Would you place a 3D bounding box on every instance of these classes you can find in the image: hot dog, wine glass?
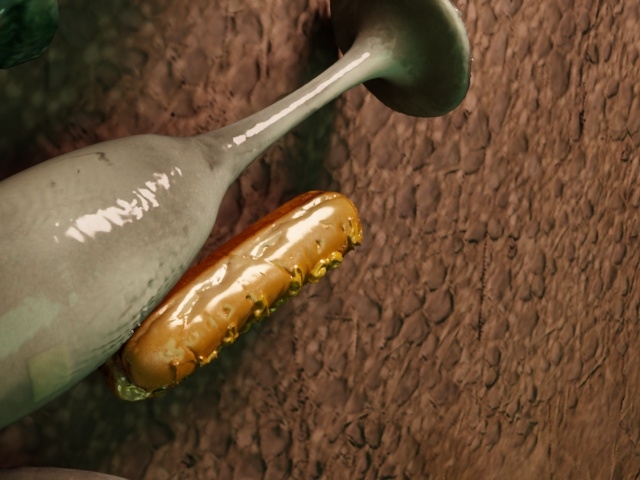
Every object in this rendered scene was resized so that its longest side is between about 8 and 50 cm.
[{"bbox_3d":[-0.043,0.025,0.676,0.165,0.071,0.045,-36,88,-33],"label":"hot dog"},{"bbox_3d":[0.000,0.000,0.567,0.309,0.264,0.096,-37,136,-32],"label":"wine glass"}]

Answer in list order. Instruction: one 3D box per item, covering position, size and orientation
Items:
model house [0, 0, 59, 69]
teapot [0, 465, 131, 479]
[{"bbox_3d":[-0.186,-0.097,0.444,0.148,0.148,0.119,-24,126,-24],"label":"model house"},{"bbox_3d":[-0.157,0.281,0.545,0.305,0.223,0.285,-24,127,-42],"label":"teapot"}]
